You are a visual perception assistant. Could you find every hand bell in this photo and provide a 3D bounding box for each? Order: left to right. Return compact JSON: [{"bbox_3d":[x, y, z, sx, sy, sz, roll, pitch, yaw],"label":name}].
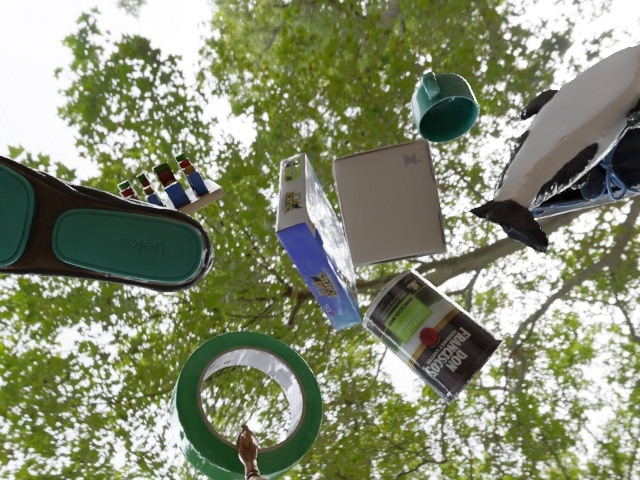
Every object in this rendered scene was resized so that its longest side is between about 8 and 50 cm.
[{"bbox_3d":[-0.114,0.393,0.758,0.126,0.242,0.126,-4,-74,-15],"label":"hand bell"}]

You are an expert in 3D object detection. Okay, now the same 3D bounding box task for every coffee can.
[{"bbox_3d":[0.270,0.230,1.118,0.201,0.201,0.275,-34,-120,-29],"label":"coffee can"}]

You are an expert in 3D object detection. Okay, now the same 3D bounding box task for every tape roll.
[{"bbox_3d":[-0.156,0.352,0.985,0.321,0.077,0.321,17,-139,-15],"label":"tape roll"}]

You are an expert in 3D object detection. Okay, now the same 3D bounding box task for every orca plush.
[{"bbox_3d":[0.295,-0.090,0.512,0.102,0.151,0.287,51,-120,-30],"label":"orca plush"}]

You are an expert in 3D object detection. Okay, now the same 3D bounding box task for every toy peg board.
[{"bbox_3d":[-0.260,-0.081,0.752,0.161,0.160,0.079,-31,-69,-13],"label":"toy peg board"}]

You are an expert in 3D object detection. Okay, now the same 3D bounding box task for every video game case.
[{"bbox_3d":[0.000,0.000,0.898,0.061,0.269,0.244,-19,-144,13],"label":"video game case"}]

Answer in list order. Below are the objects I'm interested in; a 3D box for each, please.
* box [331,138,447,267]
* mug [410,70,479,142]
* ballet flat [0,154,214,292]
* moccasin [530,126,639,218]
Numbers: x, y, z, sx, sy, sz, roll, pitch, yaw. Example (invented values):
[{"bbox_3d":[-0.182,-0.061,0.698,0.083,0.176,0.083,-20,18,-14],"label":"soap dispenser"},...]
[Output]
[{"bbox_3d":[0.088,-0.062,0.698,0.121,0.311,0.148,-11,-84,3],"label":"box"},{"bbox_3d":[0.258,-0.295,0.953,0.129,0.157,0.097,-5,-122,-5],"label":"mug"},{"bbox_3d":[-0.235,-0.011,0.398,0.280,0.096,0.095,19,-94,-14],"label":"ballet flat"},{"bbox_3d":[0.491,-0.110,0.832,0.117,0.342,0.137,-7,-108,-45],"label":"moccasin"}]
